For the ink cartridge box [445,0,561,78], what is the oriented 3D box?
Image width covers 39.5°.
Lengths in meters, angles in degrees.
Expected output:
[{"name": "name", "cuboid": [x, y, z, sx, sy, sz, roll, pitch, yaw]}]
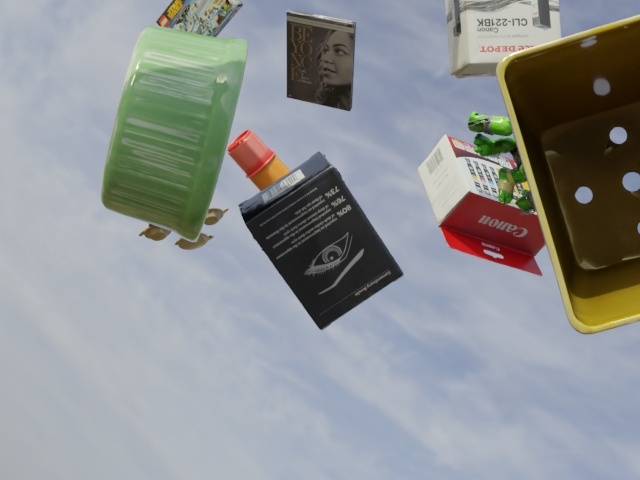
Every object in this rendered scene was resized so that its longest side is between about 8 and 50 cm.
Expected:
[{"name": "ink cartridge box", "cuboid": [0.355, -0.465, 1.748, 0.114, 0.197, 0.273, 175, -88, -78]}]

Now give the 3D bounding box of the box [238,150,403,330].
[{"name": "box", "cuboid": [0.000, 0.000, 1.312, 0.207, 0.153, 0.108, 57, 1, -20]}]

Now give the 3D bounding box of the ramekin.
[{"name": "ramekin", "cuboid": [-0.214, -0.161, 1.286, 0.148, 0.303, 0.303, 14, -24, -11]}]

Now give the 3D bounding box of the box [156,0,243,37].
[{"name": "box", "cuboid": [-0.205, -0.383, 1.505, 0.137, 0.027, 0.094, -42, -97, 27]}]

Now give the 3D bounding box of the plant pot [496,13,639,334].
[{"name": "plant pot", "cuboid": [0.269, -0.058, 0.722, 0.187, 0.212, 0.212, 10, 64, -81]}]

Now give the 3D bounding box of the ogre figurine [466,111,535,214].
[{"name": "ogre figurine", "cuboid": [0.328, -0.134, 1.438, 0.118, 0.097, 0.197, -16, -82, 44]}]

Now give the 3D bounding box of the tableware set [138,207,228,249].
[{"name": "tableware set", "cuboid": [-0.272, -0.029, 1.772, 0.141, 0.168, 0.020, -41, -127, 37]}]

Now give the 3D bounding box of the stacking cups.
[{"name": "stacking cups", "cuboid": [-0.056, -0.072, 1.696, 0.316, 0.096, 0.096, 45, -25, -17]}]

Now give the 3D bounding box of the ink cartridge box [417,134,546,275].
[{"name": "ink cartridge box", "cuboid": [0.418, -0.081, 2.131, 0.309, 0.272, 0.130, 15, -49, -28]}]

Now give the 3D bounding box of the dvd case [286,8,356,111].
[{"name": "dvd case", "cuboid": [-0.001, -0.411, 2.045, 0.164, 0.018, 0.221, 15, -50, 16]}]
